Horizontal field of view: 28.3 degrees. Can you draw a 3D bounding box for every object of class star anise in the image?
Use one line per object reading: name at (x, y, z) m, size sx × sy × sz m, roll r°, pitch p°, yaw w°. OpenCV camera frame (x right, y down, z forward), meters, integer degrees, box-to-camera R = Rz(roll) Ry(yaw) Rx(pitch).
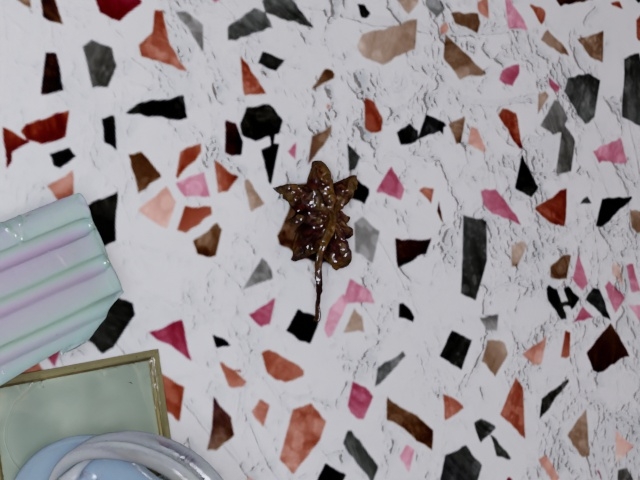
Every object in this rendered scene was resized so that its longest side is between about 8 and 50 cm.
star anise at (0.000, 0.000, 1.484) m, size 0.097 × 0.070 × 0.191 m, roll 6°, pitch 85°, yaw -35°

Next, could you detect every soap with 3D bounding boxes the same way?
soap at (-0.320, 0.062, 1.254) m, size 0.230 × 0.091 × 0.145 m, roll -25°, pitch 97°, yaw -32°

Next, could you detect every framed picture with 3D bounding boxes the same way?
framed picture at (-0.252, 0.197, 1.333) m, size 0.200 × 0.010 × 0.136 m, roll -8°, pitch 89°, yaw -34°

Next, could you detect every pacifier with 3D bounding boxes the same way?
pacifier at (-0.159, 0.289, 1.277) m, size 0.299 × 0.233 × 0.244 m, roll 24°, pitch 104°, yaw 10°
